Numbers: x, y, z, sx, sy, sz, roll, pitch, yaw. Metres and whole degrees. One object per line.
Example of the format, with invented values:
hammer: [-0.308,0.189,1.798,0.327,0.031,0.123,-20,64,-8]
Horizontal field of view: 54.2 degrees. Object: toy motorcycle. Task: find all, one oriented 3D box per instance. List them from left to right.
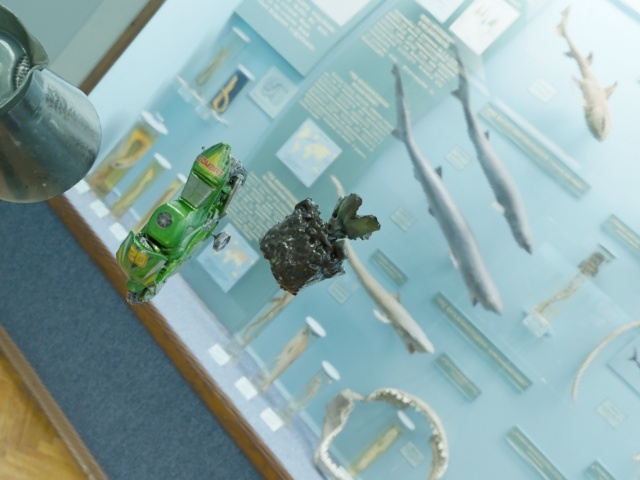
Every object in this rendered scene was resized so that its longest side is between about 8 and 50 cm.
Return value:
toy motorcycle: [-0.145,-0.013,0.640,0.074,0.190,0.106,36,-4,10]

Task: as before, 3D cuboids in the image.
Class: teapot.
teapot: [-0.369,-0.151,0.699,0.203,0.171,0.225,4,-15,-4]

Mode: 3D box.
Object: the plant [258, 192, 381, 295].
plant: [0.000,0.000,1.088,0.131,0.203,0.142,55,4,21]
